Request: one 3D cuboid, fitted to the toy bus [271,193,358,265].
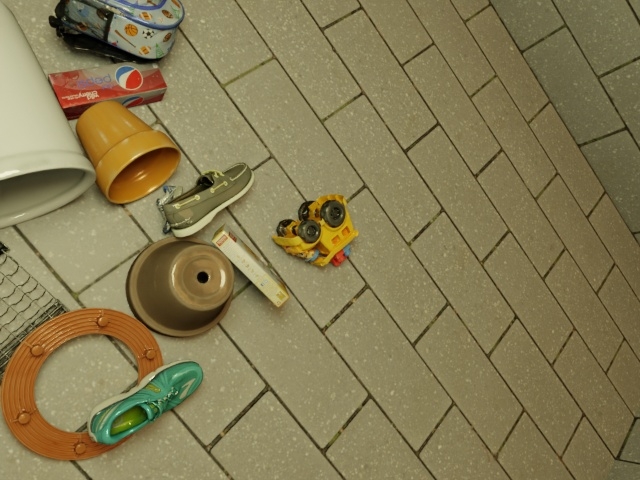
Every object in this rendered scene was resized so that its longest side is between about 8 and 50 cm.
[{"bbox_3d":[0.000,0.000,1.443,0.220,0.150,0.211,-40,115,-27],"label":"toy bus"}]

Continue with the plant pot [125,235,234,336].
[{"bbox_3d":[-0.313,0.099,1.185,0.263,0.229,0.262,7,75,-27],"label":"plant pot"}]

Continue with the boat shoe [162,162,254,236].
[{"bbox_3d":[-0.284,-0.130,1.290,0.305,0.109,0.091,-49,129,-39],"label":"boat shoe"}]

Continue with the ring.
[{"bbox_3d":[-0.513,0.318,1.103,0.337,0.032,0.336,2,87,-38],"label":"ring"}]

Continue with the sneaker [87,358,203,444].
[{"bbox_3d":[-0.377,0.370,1.116,0.275,0.110,0.106,-30,107,-37],"label":"sneaker"}]

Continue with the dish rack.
[{"bbox_3d":[-0.686,0.150,1.061,0.271,0.074,0.208,49,63,-13],"label":"dish rack"}]

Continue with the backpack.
[{"bbox_3d":[-0.472,-0.580,1.215,0.264,0.213,0.276,26,46,-25],"label":"backpack"}]

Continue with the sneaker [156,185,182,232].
[{"bbox_3d":[-0.400,-0.083,1.285,0.058,0.052,0.135,13,66,-16],"label":"sneaker"}]

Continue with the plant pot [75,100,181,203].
[{"bbox_3d":[-0.479,-0.225,1.194,0.205,0.205,0.188,-36,82,-30],"label":"plant pot"}]

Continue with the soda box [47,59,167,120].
[{"bbox_3d":[-0.533,-0.382,1.248,0.263,0.083,0.092,-23,90,-30],"label":"soda box"}]

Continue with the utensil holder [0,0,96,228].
[{"bbox_3d":[-0.692,-0.248,0.997,0.328,0.328,0.385,-24,89,-31],"label":"utensil holder"}]

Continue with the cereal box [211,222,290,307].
[{"bbox_3d":[-0.184,0.061,1.298,0.047,0.173,0.240,-43,103,-2],"label":"cereal box"}]
